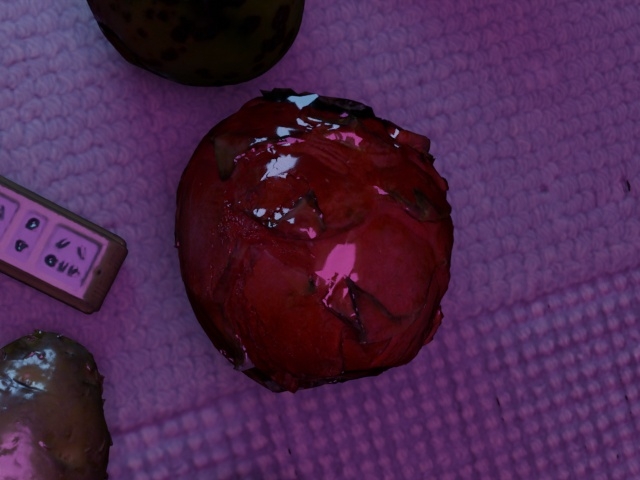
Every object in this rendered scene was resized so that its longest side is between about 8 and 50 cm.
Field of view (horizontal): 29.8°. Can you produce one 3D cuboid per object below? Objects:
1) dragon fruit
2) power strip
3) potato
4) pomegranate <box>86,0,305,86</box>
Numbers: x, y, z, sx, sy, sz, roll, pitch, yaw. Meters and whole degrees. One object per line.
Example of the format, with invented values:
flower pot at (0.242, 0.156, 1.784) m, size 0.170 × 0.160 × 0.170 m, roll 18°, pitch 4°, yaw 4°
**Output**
dragon fruit at (0.000, 0.000, 1.214) m, size 0.295 × 0.295 × 0.302 m, roll -6°, pitch 76°, yaw -13°
power strip at (-0.387, -0.046, 1.237) m, size 0.387 × 0.066 × 0.092 m, roll 27°, pitch 79°, yaw -10°
potato at (-0.315, 0.232, 1.200) m, size 0.191 × 0.141 × 0.296 m, roll 30°, pitch 74°, yaw -14°
pomegranate at (-0.099, -0.291, 1.248) m, size 0.306 × 0.242 × 0.242 m, roll -36°, pitch 96°, yaw -33°
